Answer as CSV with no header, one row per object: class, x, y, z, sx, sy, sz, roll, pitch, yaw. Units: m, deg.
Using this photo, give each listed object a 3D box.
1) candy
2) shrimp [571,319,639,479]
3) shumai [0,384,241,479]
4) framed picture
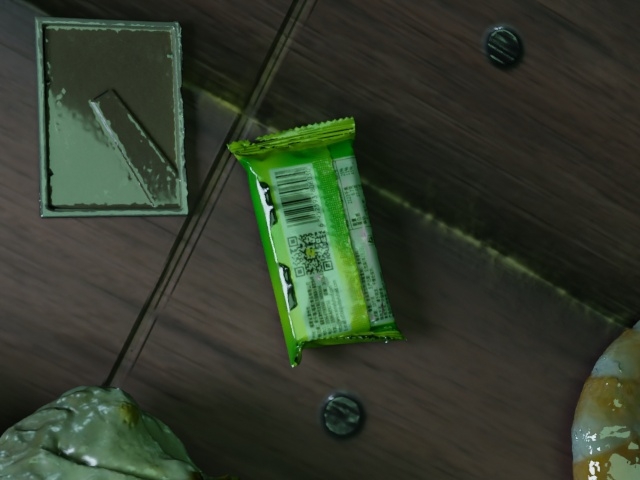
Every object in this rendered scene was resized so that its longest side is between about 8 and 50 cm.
candy,0.000,0.000,0.949,0.102,0.032,0.178,-13,86,-23
shrimp,0.284,0.166,1.017,0.185,0.068,0.287,10,70,-21
shumai,-0.131,0.194,0.803,0.184,0.142,0.184,-1,91,-55
framed picture,-0.153,-0.090,0.921,0.109,0.011,0.149,-1,84,-18
